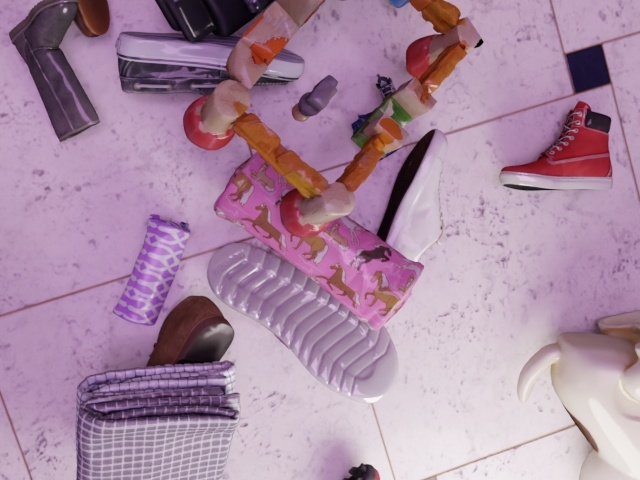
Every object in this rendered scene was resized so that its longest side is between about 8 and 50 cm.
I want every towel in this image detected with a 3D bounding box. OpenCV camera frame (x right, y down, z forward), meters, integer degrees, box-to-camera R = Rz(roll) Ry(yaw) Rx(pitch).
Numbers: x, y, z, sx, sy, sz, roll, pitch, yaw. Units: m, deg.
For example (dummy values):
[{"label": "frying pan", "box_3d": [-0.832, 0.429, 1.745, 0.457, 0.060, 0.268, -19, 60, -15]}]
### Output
[{"label": "towel", "box_3d": [-0.283, 0.341, 1.297, 0.284, 0.121, 0.235, -1, 129, -19]}]

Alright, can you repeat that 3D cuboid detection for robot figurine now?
[{"label": "robot figurine", "box_3d": [-0.151, -0.464, 1.273, 0.278, 0.173, 0.209, -40, 89, -10]}]

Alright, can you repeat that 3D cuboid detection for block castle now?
[{"label": "block castle", "box_3d": [0.018, -0.259, 1.204, 0.303, 0.213, 0.453, 42, 72, -12]}]

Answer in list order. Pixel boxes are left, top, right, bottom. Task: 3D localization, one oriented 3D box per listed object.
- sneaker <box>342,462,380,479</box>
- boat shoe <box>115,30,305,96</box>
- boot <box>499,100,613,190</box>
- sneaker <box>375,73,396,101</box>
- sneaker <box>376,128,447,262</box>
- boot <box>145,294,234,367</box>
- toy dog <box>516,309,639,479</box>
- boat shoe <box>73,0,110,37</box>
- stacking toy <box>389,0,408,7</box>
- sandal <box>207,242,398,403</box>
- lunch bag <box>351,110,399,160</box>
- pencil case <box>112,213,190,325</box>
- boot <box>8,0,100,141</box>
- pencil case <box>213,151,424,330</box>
[{"label": "sneaker", "box_3d": [0.089, 0.572, 1.444, 0.135, 0.097, 0.276, 12, 94, -9]}, {"label": "boat shoe", "box_3d": [-0.199, -0.306, 1.338, 0.335, 0.121, 0.119, 4, 116, -10]}, {"label": "boot", "box_3d": [0.463, -0.186, 1.452, 0.244, 0.088, 0.176, -3, 94, -17]}, {"label": "sneaker", "box_3d": [0.123, -0.281, 1.382, 0.038, 0.098, 0.069, -25, 109, 9]}, {"label": "sneaker", "box_3d": [0.199, -0.066, 1.416, 0.123, 0.106, 0.290, 18, 103, -12]}, {"label": "boot", "box_3d": [-0.280, 0.235, 1.374, 0.112, 0.115, 0.305, 25, 108, -46]}, {"label": "toy dog", "box_3d": [0.603, 0.378, 1.419, 0.395, 0.284, 0.408, -9, 98, -7]}, {"label": "boat shoe", "box_3d": [-0.436, -0.458, 1.306, 0.073, 0.073, 0.207, -13, 94, 30]}, {"label": "stacking toy", "box_3d": [0.258, -0.559, 1.374, 0.302, 0.166, 0.175, -16, 87, -22]}, {"label": "sandal", "box_3d": [-0.027, 0.146, 1.400, 0.416, 0.102, 0.169, 39, 73, 3]}, {"label": "lunch bag", "box_3d": [0.101, -0.200, 1.402, 0.065, 0.067, 0.098, -33, 99, -5]}, {"label": "pencil case", "box_3d": [-0.312, 0.054, 1.353, 0.088, 0.086, 0.206, 20, 89, 25]}, {"label": "boot", "box_3d": [-0.443, -0.295, 1.278, 0.076, 0.190, 0.208, -23, 91, -48]}, {"label": "pencil case", "box_3d": [0.000, 0.000, 1.316, 0.386, 0.167, 0.160, 37, 130, 3]}]
